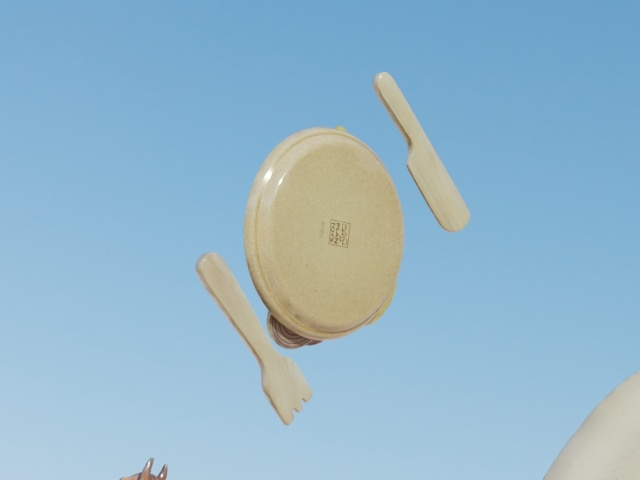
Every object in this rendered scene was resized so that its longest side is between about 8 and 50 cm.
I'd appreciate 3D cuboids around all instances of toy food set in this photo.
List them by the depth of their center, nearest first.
[{"bbox_3d":[0.000,0.000,0.993,0.038,0.192,0.132,-1,-53,48],"label":"toy food set"}]

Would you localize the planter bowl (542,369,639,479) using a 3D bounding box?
[{"bbox_3d":[0.142,0.137,0.601,0.109,0.162,0.162,24,-5,32],"label":"planter bowl"}]

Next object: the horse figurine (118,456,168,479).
[{"bbox_3d":[-0.169,0.261,0.969,0.174,0.263,0.066,-22,-55,30],"label":"horse figurine"}]
